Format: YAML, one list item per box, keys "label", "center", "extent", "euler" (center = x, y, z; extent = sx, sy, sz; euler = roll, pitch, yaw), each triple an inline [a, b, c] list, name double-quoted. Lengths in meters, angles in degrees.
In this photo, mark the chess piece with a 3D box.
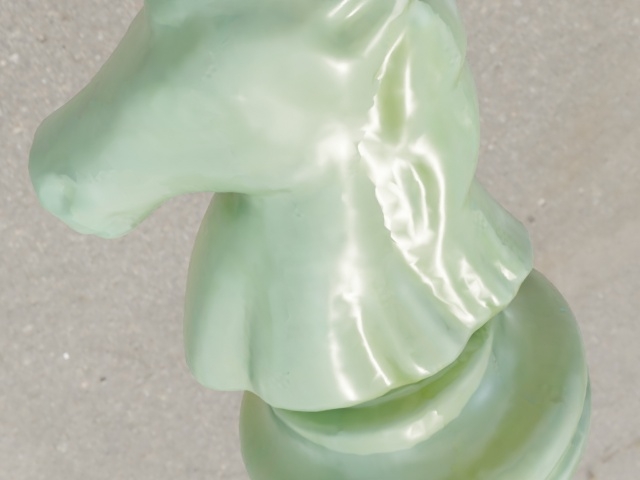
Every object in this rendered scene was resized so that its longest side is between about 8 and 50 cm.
- label: "chess piece"
  center: [0.000, 0.000, 0.492]
  extent: [0.175, 0.176, 0.298]
  euler: [-33, 132, -5]
